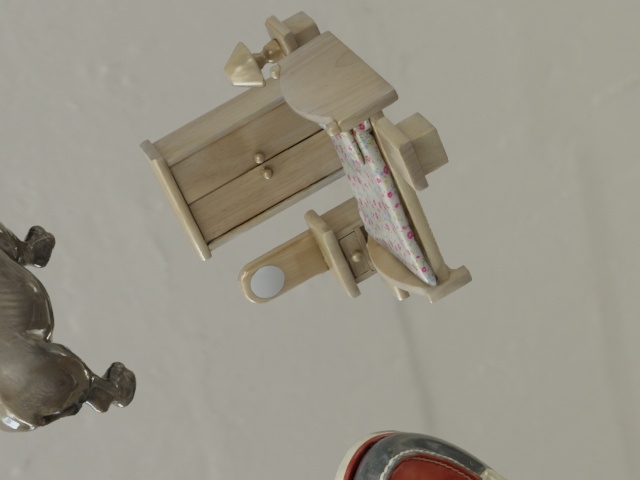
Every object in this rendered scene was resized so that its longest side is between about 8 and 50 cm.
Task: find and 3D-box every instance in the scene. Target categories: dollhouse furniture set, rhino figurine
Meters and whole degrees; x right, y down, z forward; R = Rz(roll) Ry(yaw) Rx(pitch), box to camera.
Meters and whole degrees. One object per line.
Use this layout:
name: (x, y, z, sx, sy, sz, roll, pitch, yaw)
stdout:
dollhouse furniture set: (0.000, 0.000, 1.606, 0.174, 0.355, 0.303, -30, -58, -7)
rhino figurine: (-0.217, 0.016, 1.191, 0.073, 0.243, 0.106, -38, -10, 24)

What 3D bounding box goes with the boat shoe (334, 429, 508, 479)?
boat shoe: (0.057, 0.100, 0.604, 0.137, 0.043, 0.049, 40, -109, -38)
